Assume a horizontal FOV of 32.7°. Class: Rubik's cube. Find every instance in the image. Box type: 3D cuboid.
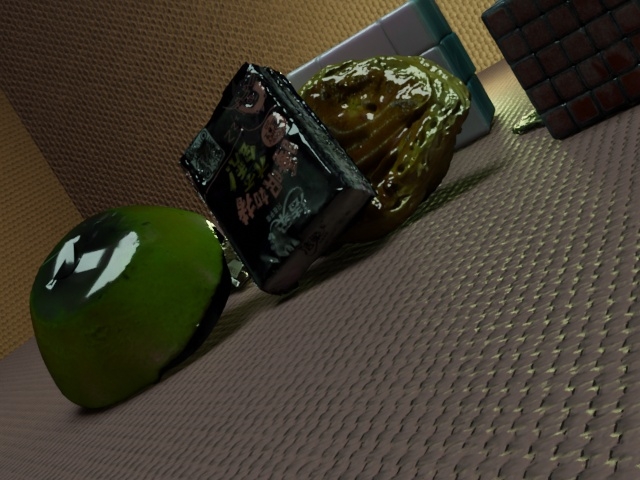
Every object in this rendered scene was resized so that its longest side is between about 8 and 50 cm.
[{"bbox_3d":[0.162,-0.313,2.343,0.319,0.316,0.322,-29,6,18],"label":"Rubik's cube"},{"bbox_3d":[0.432,-0.330,1.673,0.238,0.237,0.237,-24,9,39],"label":"Rubik's cube"}]

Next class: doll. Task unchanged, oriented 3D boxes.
[{"bbox_3d":[-0.187,0.045,2.147,0.115,0.105,0.221,-26,3,-17],"label":"doll"}]

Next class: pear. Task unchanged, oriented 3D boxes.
[{"bbox_3d":[-0.338,0.073,1.777,0.399,0.165,0.398,-27,35,21],"label":"pear"}]

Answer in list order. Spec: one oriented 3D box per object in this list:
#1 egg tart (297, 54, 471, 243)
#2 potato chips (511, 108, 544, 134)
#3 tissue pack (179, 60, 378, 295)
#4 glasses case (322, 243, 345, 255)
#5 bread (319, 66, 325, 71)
[{"bbox_3d":[0.078,-0.150,1.831,0.153,0.340,0.351,28,-95,-57],"label":"egg tart"},{"bbox_3d":[0.441,-0.256,1.954,0.220,0.029,0.202,-34,5,-11],"label":"potato chips"},{"bbox_3d":[-0.080,-0.099,1.775,0.123,0.332,0.245,12,-55,-50],"label":"tissue pack"},{"bbox_3d":[0.001,0.000,1.971,0.072,0.042,0.191,-25,5,-19],"label":"glasses case"},{"bbox_3d":[0.075,-0.194,2.077,0.172,0.312,0.312,-15,7,-1],"label":"bread"}]
